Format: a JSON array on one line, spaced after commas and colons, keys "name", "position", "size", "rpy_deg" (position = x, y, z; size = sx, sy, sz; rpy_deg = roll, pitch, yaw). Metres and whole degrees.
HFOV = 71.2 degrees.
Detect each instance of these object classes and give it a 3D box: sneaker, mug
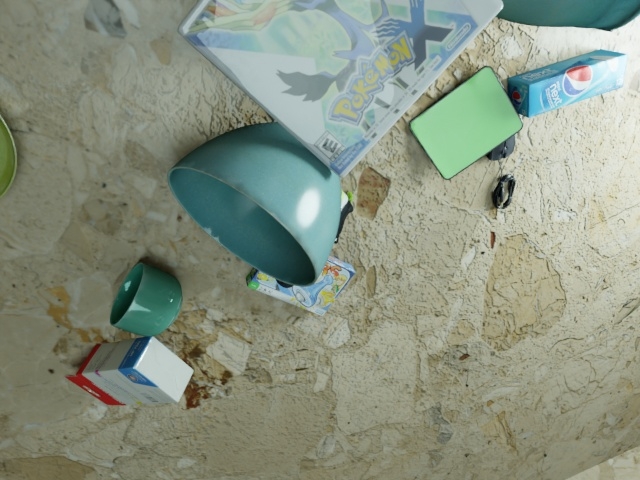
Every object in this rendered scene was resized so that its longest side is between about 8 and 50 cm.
[{"name": "sneaker", "position": [0.000, 0.000, 0.894], "size": [0.097, 0.084, 0.234], "rpy_deg": [33, 87, -42]}, {"name": "mug", "position": [-0.336, 0.118, 0.876], "size": [0.097, 0.158, 0.129], "rpy_deg": [30, 83, -31]}]

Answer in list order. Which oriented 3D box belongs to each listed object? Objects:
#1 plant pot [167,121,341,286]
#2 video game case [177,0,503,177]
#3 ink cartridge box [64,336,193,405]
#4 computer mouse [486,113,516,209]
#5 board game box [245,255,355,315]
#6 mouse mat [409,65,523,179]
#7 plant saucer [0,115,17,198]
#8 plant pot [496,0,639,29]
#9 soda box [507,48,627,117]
[{"name": "plant pot", "position": [-0.078, -0.086, 0.760], "size": [0.290, 0.290, 0.195], "rpy_deg": [49, 63, -33]}, {"name": "video game case", "position": [0.036, -0.295, 0.591], "size": [0.300, 0.036, 0.329], "rpy_deg": [38, 103, -26]}, {"name": "ink cartridge box", "position": [-0.402, 0.279, 0.936], "size": [0.231, 0.078, 0.134], "rpy_deg": [-14, 128, 29]}, {"name": "computer mouse", "position": [0.391, -0.165, 0.961], "size": [0.071, 0.041, 0.242], "rpy_deg": [-25, 124, -2]}, {"name": "board game box", "position": [-0.042, 0.076, 0.980], "size": [0.201, 0.035, 0.136], "rpy_deg": [25, 110, -27]}, {"name": "mouse mat", "position": [0.290, -0.228, 0.887], "size": [0.190, 0.007, 0.152], "rpy_deg": [-35, 109, 13]}, {"name": "plant saucer", "position": [-0.598, -0.151, 0.682], "size": [0.241, 0.037, 0.240], "rpy_deg": [-7, 121, -13]}, {"name": "plant pot", "position": [0.323, -0.447, 0.656], "size": [0.256, 0.271, 0.271], "rpy_deg": [-4, 122, 2]}, {"name": "soda box", "position": [0.484, -0.312, 0.883], "size": [0.210, 0.071, 0.067], "rpy_deg": [-19, 123, -5]}]
